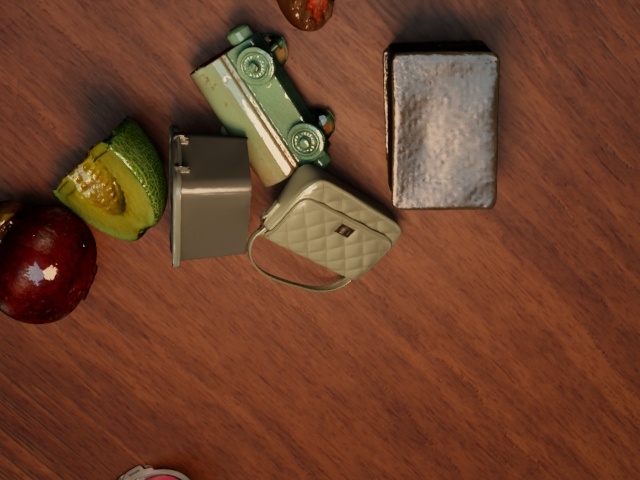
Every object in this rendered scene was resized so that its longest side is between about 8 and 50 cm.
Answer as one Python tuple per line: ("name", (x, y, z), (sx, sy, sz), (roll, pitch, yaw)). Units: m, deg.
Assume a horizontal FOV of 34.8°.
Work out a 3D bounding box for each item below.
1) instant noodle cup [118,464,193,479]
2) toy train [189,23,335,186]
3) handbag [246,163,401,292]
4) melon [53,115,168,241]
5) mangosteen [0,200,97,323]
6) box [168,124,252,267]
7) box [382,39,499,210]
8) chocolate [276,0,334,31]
("instant noodle cup", (-0.302, 0.601, 1.990), (0.258, 0.302, 0.181), (-22, 130, 13))
("toy train", (-0.100, -0.225, 1.759), (0.177, 0.116, 0.285), (-27, 109, 23))
("handbag", (0.000, 0.000, 1.799), (0.256, 0.079, 0.219), (27, 110, -37))
("melon", (-0.328, -0.105, 1.766), (0.169, 0.129, 0.265), (46, 144, -12))
("mangosteen", (-0.521, 0.028, 1.792), (0.257, 0.215, 0.215), (25, 108, -10))
("box", (-0.191, -0.074, 1.751), (0.135, 0.163, 0.243), (-1, 142, -10))
("box", (0.202, -0.195, 1.740), (0.184, 0.143, 0.273), (-2, 109, 1))
("chocolate", (-0.021, -0.411, 1.674), (0.124, 0.127, 0.133), (9, 109, -33))
